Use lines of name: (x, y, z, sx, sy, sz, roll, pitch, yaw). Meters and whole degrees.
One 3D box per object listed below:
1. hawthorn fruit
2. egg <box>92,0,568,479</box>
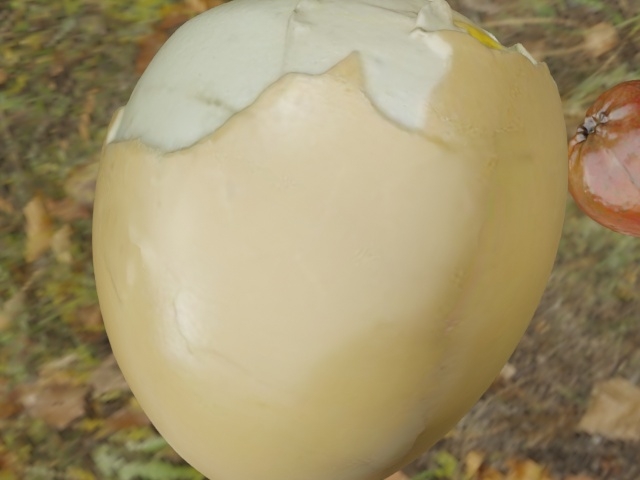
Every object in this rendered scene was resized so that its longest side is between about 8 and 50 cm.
hawthorn fruit: (0.260, -0.065, 1.482, 0.128, 0.128, 0.128, 4, 103, 18)
egg: (0.000, 0.000, 0.792, 0.201, 0.201, 0.244, 17, 110, 15)
